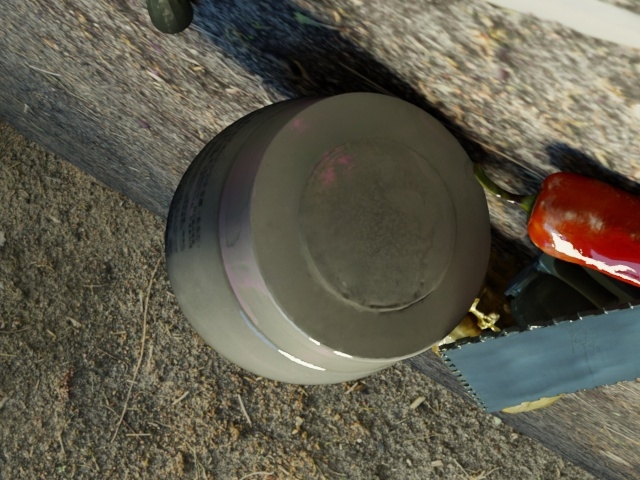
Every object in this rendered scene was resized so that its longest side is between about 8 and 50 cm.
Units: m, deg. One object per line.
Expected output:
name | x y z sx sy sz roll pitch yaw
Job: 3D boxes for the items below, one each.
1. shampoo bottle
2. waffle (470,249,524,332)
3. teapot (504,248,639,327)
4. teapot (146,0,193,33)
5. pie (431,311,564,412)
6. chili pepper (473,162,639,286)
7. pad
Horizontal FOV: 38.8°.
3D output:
shampoo bottle | 0.000 0.000 0.857 0.273 0.273 0.266 35 162 -19
waffle | 0.206 0.084 1.002 0.192 0.160 0.046 14 142 -34
teapot | 0.242 0.062 0.916 0.108 0.111 0.149 46 178 8
teapot | -0.149 -0.235 0.839 0.043 0.042 0.110 30 168 13
pie | 0.172 0.100 1.144 0.315 0.092 0.315 40 -172 -7
chili pepper | 0.241 0.001 0.706 0.272 0.071 0.063 27 174 17
pad | 0.260 0.105 0.845 0.269 0.012 0.269 -14 154 12
